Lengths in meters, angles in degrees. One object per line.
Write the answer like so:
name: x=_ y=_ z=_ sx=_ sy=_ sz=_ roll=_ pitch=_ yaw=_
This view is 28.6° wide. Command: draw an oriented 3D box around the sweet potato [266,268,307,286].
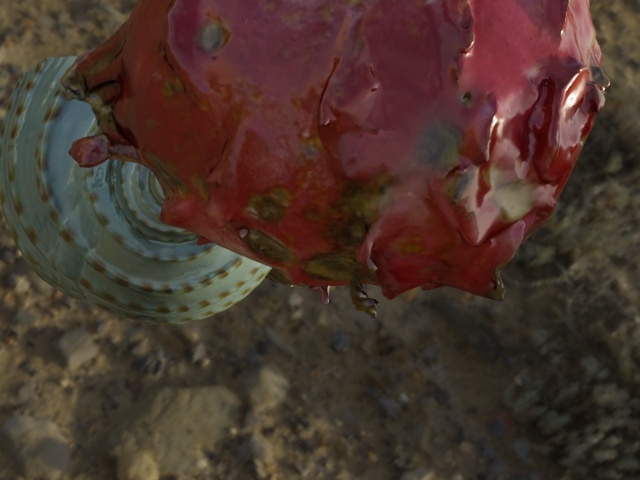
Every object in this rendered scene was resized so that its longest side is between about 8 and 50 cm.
sweet potato: x=0.005 y=-0.004 z=1.433 sx=0.285 sy=0.085 sz=0.112 roll=-7 pitch=64 yaw=-49

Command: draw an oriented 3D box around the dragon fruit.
dragon fruit: x=0.000 y=-0.077 z=0.595 sx=0.268 sy=0.210 sz=0.205 roll=0 pitch=39 yaw=18

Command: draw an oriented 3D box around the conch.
conch: x=-0.190 y=-0.028 z=1.241 sx=0.303 sy=0.319 sz=0.215 roll=24 pitch=59 yaw=-9
